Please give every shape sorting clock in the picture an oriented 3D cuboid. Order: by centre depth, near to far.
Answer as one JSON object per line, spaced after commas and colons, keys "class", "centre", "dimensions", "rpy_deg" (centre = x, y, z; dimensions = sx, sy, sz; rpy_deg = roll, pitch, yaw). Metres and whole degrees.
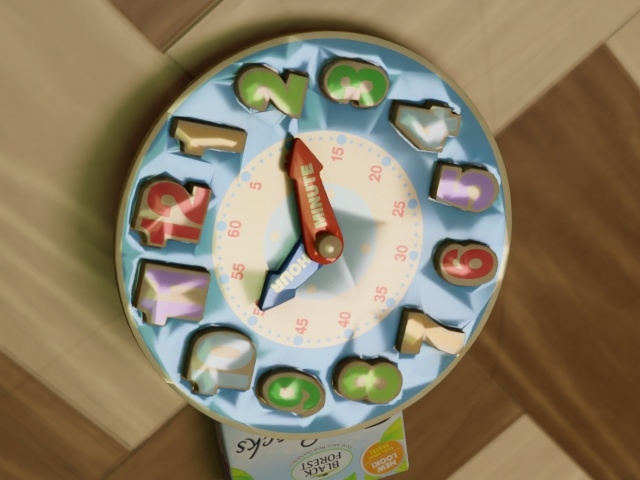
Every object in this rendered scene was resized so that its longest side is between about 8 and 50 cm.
{"class": "shape sorting clock", "centre": [0.000, 0.000, 0.862], "dimensions": [0.206, 0.040, 0.206], "rpy_deg": [-3, 103, -14]}

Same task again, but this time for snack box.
{"class": "snack box", "centre": [-0.010, 0.073, 0.935], "dimensions": [0.100, 0.037, 0.141], "rpy_deg": [-14, 122, -11]}
